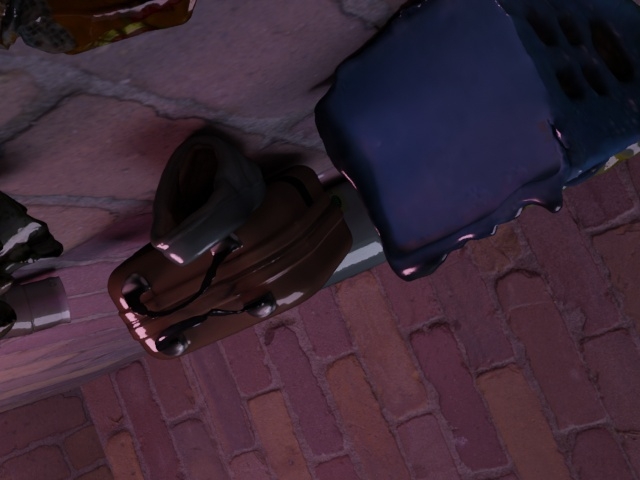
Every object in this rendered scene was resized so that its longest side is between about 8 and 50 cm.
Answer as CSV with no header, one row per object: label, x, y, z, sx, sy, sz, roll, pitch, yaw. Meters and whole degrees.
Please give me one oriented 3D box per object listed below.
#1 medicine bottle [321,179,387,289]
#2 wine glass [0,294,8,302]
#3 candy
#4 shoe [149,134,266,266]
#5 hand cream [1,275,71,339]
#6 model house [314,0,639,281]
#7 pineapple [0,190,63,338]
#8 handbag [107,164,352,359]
medicine bottle,0.000,0.000,1.175,0.318,0.158,0.158,-23,172,-2
wine glass,-0.427,0.070,0.740,0.074,0.074,0.262,-24,174,5
candy,-0.104,-0.131,0.370,0.182,0.046,0.053,-21,170,-6
shoe,-0.118,-0.053,0.695,0.103,0.100,0.251,-26,-164,6
hand cream,-0.486,0.116,0.882,0.313,0.070,0.111,-16,168,-26
model house,0.184,-0.129,0.687,0.303,0.215,0.237,-24,174,-41
pineapple,-0.334,0.059,0.525,0.272,0.262,0.262,-45,178,-15
handbag,-0.127,0.040,0.881,0.302,0.149,0.283,-23,-165,21
